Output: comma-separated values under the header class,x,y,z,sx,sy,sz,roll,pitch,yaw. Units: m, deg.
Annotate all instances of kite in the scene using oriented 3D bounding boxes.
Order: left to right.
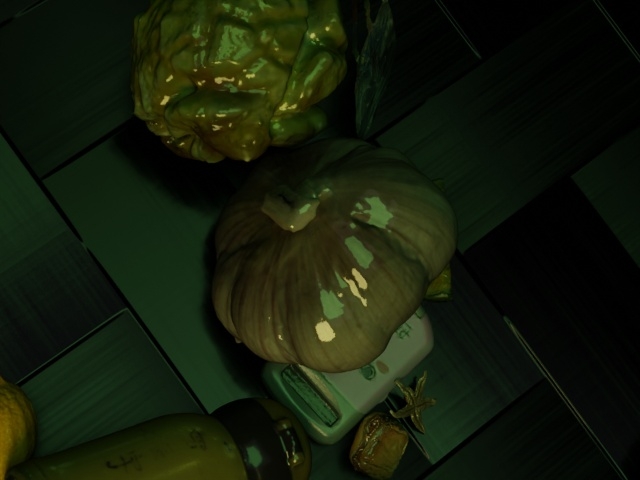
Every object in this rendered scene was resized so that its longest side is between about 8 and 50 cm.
class,x,y,z,sx,sy,sz,roll,pitch,yaw
kite,0.062,-0.251,1.529,0.015,0.310,0.169,15,69,16

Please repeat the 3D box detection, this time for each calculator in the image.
class,x,y,z,sx,sy,sz,roll,pitch,yaw
calculator,0.035,0.153,1.575,0.246,0.045,0.141,-41,89,-14

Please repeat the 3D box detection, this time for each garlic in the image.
class,x,y,z,sx,sy,sz,roll,pitch,yaw
garlic,0.005,0.010,1.487,0.322,0.322,0.241,-40,114,-15

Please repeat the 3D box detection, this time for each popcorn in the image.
class,x,y,z,sx,sy,sz,roll,pitch,yaw
popcorn,-0.109,-0.223,1.504,0.282,0.282,0.247,-2,99,-11

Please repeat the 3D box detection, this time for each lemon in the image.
class,x,y,z,sx,sy,sz,roll,pitch,yaw
lemon,-0.405,0.239,1.423,0.142,0.142,0.187,17,91,-7

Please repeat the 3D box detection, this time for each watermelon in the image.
class,x,y,z,sx,sy,sz,roll,pitch,yaw
watermelon,0.122,0.010,1.588,0.075,0.092,0.181,7,59,-10

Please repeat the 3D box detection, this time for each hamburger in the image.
class,x,y,z,sx,sy,sz,roll,pitch,yaw
hamburger,0.073,0.261,1.553,0.076,0.044,0.083,34,82,-44

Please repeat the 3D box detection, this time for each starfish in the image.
class,x,y,z,sx,sy,sz,roll,pitch,yaw
starfish,0.120,0.216,1.575,0.092,0.016,0.086,-17,103,-44

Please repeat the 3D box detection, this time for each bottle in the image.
class,x,y,z,sx,sy,sz,roll,pitch,yaw
bottle,-0.172,0.290,1.420,0.351,0.171,0.171,-15,83,-29
